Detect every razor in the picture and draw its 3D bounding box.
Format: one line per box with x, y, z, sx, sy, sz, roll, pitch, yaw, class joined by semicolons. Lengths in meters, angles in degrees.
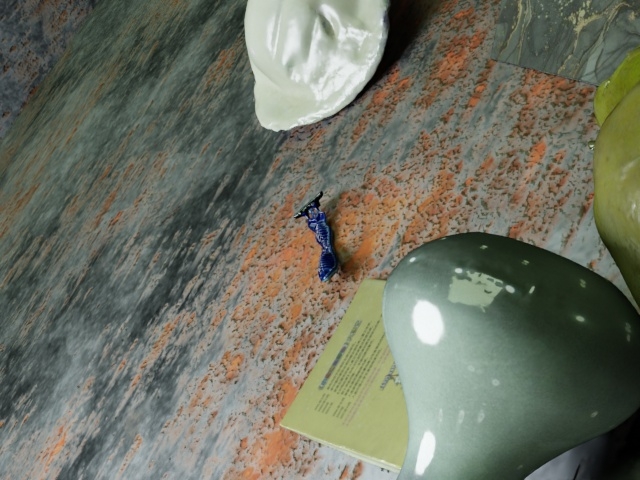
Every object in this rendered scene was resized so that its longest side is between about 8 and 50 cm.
0.003;0.002;1.058;0.044;0.028;0.154;-41;29;16;razor

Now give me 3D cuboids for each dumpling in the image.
0.012;-0.270;1.271;0.175;0.243;0.227;-21;34;-34;dumpling

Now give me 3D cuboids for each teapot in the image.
0.099;0.128;0.650;0.183;0.183;0.251;15;80;59;teapot

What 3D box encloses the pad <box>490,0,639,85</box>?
0.270;-0.257;0.871;0.367;0.007;0.247;-143;59;-61;pad

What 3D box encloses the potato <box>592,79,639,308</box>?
0.246;-0.010;0.599;0.137;0.154;0.200;-28;53;5;potato

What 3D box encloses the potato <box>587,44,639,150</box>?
0.283;-0.102;0.713;0.225;0.090;0.117;5;99;61;potato

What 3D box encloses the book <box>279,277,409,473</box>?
0.057;0.110;0.872;0.192;0.013;0.168;5;60;56;book
